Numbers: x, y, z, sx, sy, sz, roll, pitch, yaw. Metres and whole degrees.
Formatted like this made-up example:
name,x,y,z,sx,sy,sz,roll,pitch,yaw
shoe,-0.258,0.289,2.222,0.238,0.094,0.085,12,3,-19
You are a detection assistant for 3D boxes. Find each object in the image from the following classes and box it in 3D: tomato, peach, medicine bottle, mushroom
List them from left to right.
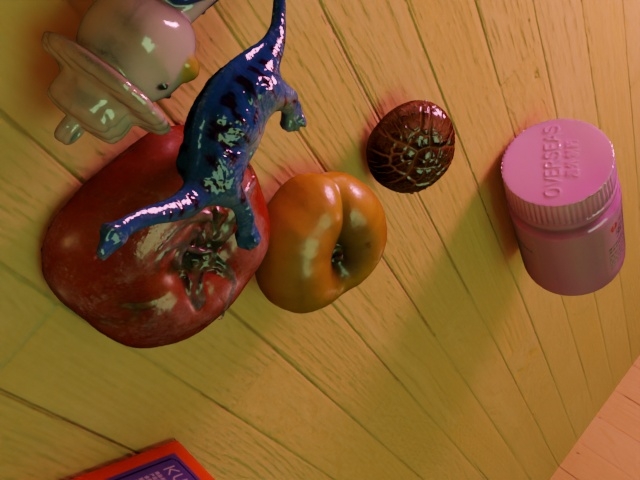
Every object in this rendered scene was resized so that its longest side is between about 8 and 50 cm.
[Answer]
name,x,y,z,sx,sy,sz,roll,pitch,yaw
tomato,-0.141,0.008,0.743,0.237,0.095,0.236,-28,135,-33
peach,0.000,0.000,0.893,0.179,0.103,0.179,-27,132,-35
mushroom,0.115,-0.115,0.954,0.109,0.085,0.126,-42,136,-19
medicine bottle,0.404,-0.047,1.262,0.178,0.178,0.290,-49,142,-12

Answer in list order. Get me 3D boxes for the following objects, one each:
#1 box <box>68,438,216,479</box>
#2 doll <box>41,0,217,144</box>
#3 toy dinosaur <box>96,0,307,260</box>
name,x,y,z,sx,sy,sz,roll,pitch,yaw
box,-0.176,0.466,0.832,0.257,0.349,0.318,-12,123,-45
doll,-0.115,-0.194,0.604,0.119,0.138,0.293,37,83,-14
toy dinosaur,-0.076,-0.088,0.646,0.329,0.076,0.144,-62,155,-25
